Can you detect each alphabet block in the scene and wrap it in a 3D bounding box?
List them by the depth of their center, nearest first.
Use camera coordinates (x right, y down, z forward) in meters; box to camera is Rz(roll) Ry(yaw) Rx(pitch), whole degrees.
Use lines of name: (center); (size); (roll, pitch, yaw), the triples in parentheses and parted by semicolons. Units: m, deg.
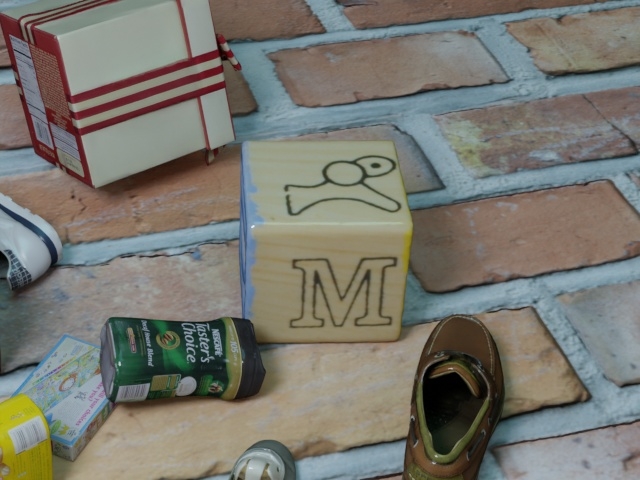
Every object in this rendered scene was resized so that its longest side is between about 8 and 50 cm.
alphabet block: (0.000, 0.000, 1.679); (0.197, 0.193, 0.192); (0, 40, -5)

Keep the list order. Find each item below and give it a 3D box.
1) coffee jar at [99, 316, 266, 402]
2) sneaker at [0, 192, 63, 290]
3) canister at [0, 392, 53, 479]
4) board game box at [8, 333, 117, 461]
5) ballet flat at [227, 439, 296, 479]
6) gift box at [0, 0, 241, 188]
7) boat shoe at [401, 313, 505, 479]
coffee jar: (-0.159, 0.137, 1.561); (0.184, 0.079, 0.096); (1, 45, -21)
sneaker: (-0.447, -0.016, 1.749); (0.235, 0.090, 0.095); (25, 53, 26)
canister: (-0.367, 0.243, 1.398); (0.170, 0.126, 0.073); (-25, 47, -34)
board game box: (-0.291, 0.179, 1.560); (0.103, 0.026, 0.154); (17, 40, 16)
ballet flat: (-0.073, 0.274, 1.430); (0.072, 0.068, 0.213); (12, 39, 10)
gift box: (-0.272, -0.222, 1.896); (0.258, 0.276, 0.255); (-24, 33, -25)
boat shoe: (0.160, 0.176, 1.542); (0.111, 0.104, 0.307); (8, 39, 4)
